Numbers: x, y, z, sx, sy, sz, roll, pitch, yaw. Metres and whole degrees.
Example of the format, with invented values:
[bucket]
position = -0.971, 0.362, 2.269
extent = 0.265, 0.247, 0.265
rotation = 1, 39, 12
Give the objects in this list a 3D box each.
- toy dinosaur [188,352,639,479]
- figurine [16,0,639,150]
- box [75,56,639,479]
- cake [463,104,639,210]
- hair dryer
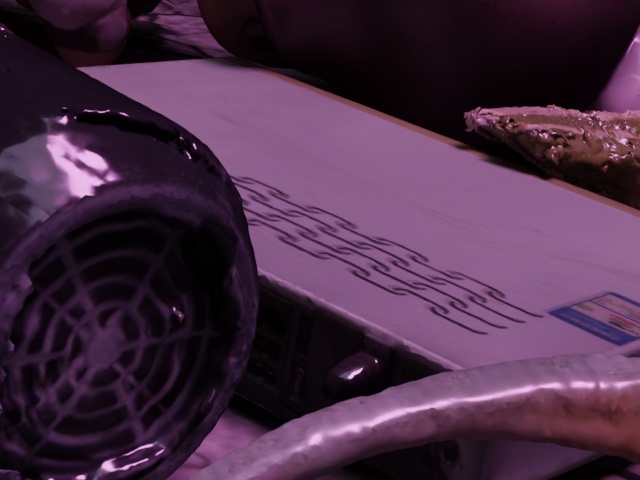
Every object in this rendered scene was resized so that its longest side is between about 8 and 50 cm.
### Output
[toy dinosaur]
position = 0.152, 0.043, 0.429
extent = 0.393, 0.092, 0.205
rotation = 3, 48, -30
[figurine]
position = -0.027, -0.123, 0.805
extent = 0.365, 0.206, 0.218
rotation = -9, -14, 19
[box]
position = 0.000, -0.001, 0.588
extent = 0.270, 0.045, 0.211
rotation = 24, 23, 34
[cake]
position = 0.108, -0.025, 0.685
extent = 0.140, 0.055, 0.051
rotation = -2, 23, -44
[hair dryer]
position = -0.100, -0.117, 0.404
extent = 0.107, 0.352, 0.189
rotation = -20, 35, -36
